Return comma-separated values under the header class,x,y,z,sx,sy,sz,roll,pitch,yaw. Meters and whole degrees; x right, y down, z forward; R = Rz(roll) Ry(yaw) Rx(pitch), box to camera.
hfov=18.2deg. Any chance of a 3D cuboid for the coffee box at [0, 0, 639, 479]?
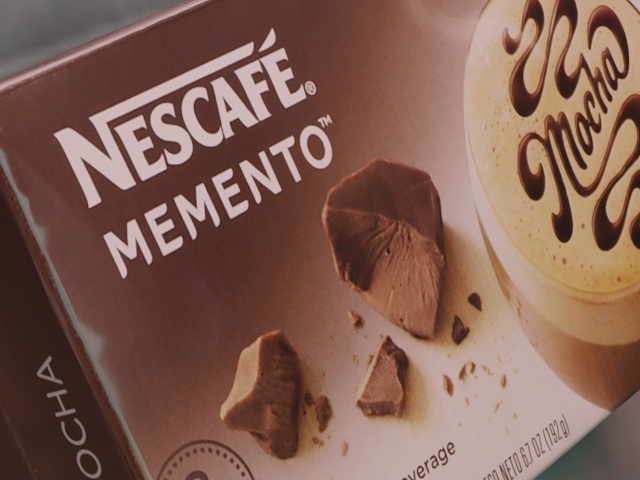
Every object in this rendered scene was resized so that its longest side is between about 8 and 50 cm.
class,x,y,z,sx,sy,sz,roll,pitch,yaw
coffee box,0.000,0.000,0.602,0.297,0.119,0.168,-30,101,-45
